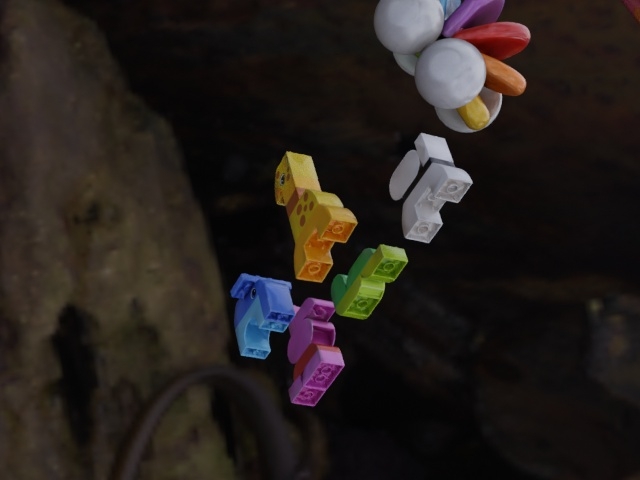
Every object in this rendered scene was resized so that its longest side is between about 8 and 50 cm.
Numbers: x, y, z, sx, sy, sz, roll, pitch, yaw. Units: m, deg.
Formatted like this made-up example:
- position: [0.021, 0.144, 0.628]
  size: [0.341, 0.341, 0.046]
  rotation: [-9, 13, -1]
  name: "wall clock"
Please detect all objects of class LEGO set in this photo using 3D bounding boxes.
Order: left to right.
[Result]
- position: [0.000, 0.000, 1.088]
  size: [0.087, 0.227, 0.093]
  rotation: [11, 42, -28]
  name: "LEGO set"

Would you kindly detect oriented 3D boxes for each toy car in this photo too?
- position: [0.150, -0.213, 1.744]
  size: [0.182, 0.136, 0.159]
  rotation: [55, 7, 17]
  name: "toy car"

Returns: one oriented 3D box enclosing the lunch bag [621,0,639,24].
- position: [0.210, -0.146, 0.780]
  size: [0.258, 0.120, 0.293]
  rotation: [48, 1, 18]
  name: "lunch bag"
